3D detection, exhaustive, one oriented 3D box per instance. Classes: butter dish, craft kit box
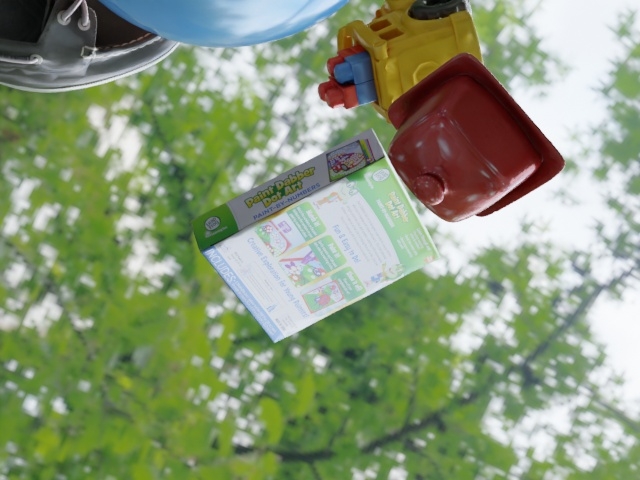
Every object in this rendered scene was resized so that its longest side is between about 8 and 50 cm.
[{"bbox_3d":[0.133,-0.080,1.510,0.118,0.160,0.160,-47,-172,-36],"label":"butter dish"},{"bbox_3d":[0.000,0.000,1.848,0.246,0.250,0.061,-25,-126,6],"label":"craft kit box"}]

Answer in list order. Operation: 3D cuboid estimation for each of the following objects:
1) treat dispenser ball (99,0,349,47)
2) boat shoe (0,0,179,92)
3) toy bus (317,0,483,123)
[{"bbox_3d":[-0.071,-0.286,1.099,0.288,0.288,0.288,-30,-134,36],"label":"treat dispenser ball"},{"bbox_3d":[-0.267,-0.186,1.190,0.095,0.335,0.112,132,-44,-68],"label":"boat shoe"},{"bbox_3d":[0.090,-0.238,1.962,0.211,0.149,0.220,-18,-152,-8],"label":"toy bus"}]
